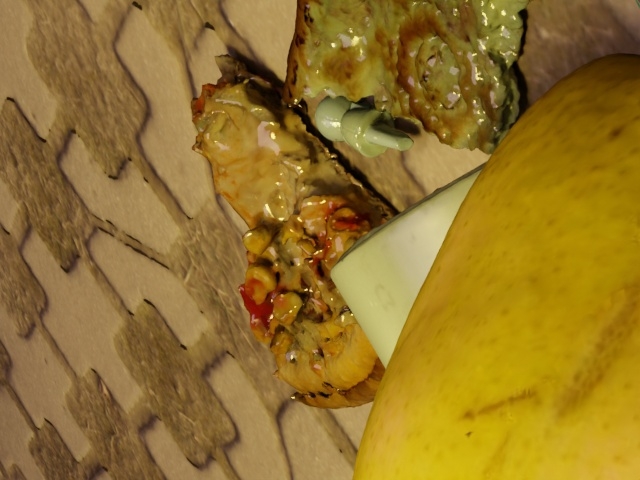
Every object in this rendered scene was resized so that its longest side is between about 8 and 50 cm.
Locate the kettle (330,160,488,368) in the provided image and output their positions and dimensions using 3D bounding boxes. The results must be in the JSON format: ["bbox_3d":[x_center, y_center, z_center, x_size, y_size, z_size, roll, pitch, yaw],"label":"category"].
[{"bbox_3d":[0.146,0.113,0.895,0.265,0.205,0.318,-32,85,24],"label":"kettle"}]

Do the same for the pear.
[{"bbox_3d":[0.160,0.088,0.654,0.285,0.336,0.285,28,168,6],"label":"pear"}]

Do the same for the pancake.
[{"bbox_3d":[0.058,-0.138,1.045,0.197,0.054,0.376,62,156,3],"label":"pancake"}]

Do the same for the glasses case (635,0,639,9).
[{"bbox_3d":[0.241,-0.094,0.703,0.327,0.076,0.125,37,142,45],"label":"glasses case"}]

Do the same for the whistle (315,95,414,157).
[{"bbox_3d":[0.028,-0.077,1.178,0.100,0.035,0.035,27,136,51],"label":"whistle"}]

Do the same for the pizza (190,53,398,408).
[{"bbox_3d":[0.000,0.000,1.266,0.251,0.074,0.287,1,116,60],"label":"pizza"}]
